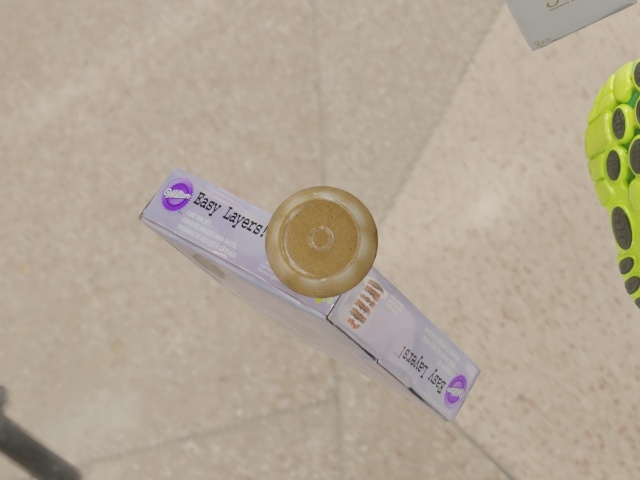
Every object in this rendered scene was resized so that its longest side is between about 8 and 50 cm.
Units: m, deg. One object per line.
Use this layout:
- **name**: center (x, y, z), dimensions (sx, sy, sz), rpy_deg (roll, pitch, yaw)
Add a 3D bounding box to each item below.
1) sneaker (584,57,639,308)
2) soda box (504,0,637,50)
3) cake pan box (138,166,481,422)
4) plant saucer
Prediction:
- **sneaker**: center (0.382, -0.060, 1.815), dimensions (0.109, 0.123, 0.295), rpy_deg (-6, 96, 47)
- **soda box**: center (0.108, -0.174, 0.827), dimensions (0.069, 0.216, 0.074), rpy_deg (-25, 72, 11)
- **cake pan box**: center (-0.004, 0.054, 1.468), dimensions (0.246, 0.267, 0.070), rpy_deg (28, 81, 40)
- **plant saucer**: center (0.000, 0.000, 1.164), dimensions (0.083, 0.015, 0.083), rpy_deg (-1, 81, 6)
